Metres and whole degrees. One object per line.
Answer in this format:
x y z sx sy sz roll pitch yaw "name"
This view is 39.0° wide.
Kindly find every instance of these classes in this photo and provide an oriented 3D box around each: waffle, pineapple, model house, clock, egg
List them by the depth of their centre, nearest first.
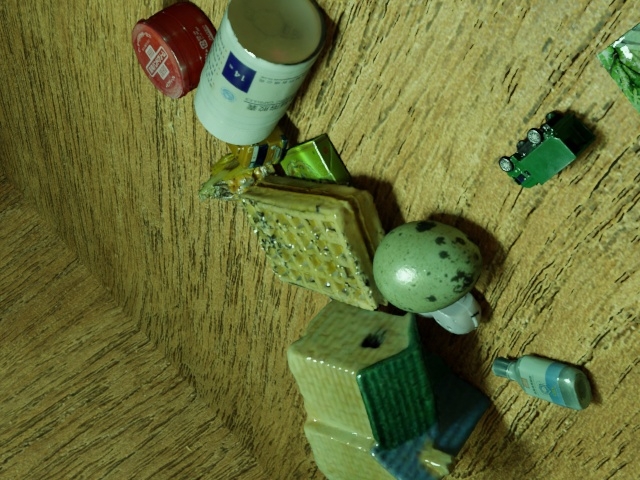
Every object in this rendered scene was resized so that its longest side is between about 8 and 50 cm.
0.204 0.047 1.703 0.228 0.177 0.177 -12 112 48 "egg"
0.249 0.134 1.831 0.176 0.080 0.117 32 159 30 "clock"
0.000 0.000 1.941 0.376 0.114 0.261 12 134 53 "waffle"
0.164 0.328 1.943 0.343 0.334 0.382 10 134 39 "model house"
-0.194 -0.113 2.159 0.250 0.164 0.140 5 133 51 "pineapple"

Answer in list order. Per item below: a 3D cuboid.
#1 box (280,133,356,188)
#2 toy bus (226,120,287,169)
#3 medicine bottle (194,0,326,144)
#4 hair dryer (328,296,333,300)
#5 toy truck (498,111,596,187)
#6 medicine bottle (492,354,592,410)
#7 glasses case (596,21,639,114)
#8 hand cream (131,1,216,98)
0.032 -0.075 1.969 0.311 0.043 0.173 60 152 -11 "box"
-0.163 -0.255 1.968 0.201 0.114 0.098 58 153 19 "toy bus"
-0.127 -0.336 1.763 0.190 0.190 0.332 51 152 5 "medicine bottle"
0.056 0.135 2.162 0.037 0.063 0.114 31 160 34 "hair dryer"
0.344 -0.138 1.395 0.079 0.065 0.147 48 151 3 "toy truck"
0.421 0.265 1.739 0.208 0.054 0.090 10 129 53 "medicine bottle"
0.477 -0.160 1.168 0.272 0.062 0.095 53 153 1 "glasses case"
-0.320 -0.427 2.028 0.193 0.125 0.193 36 147 29 "hand cream"
